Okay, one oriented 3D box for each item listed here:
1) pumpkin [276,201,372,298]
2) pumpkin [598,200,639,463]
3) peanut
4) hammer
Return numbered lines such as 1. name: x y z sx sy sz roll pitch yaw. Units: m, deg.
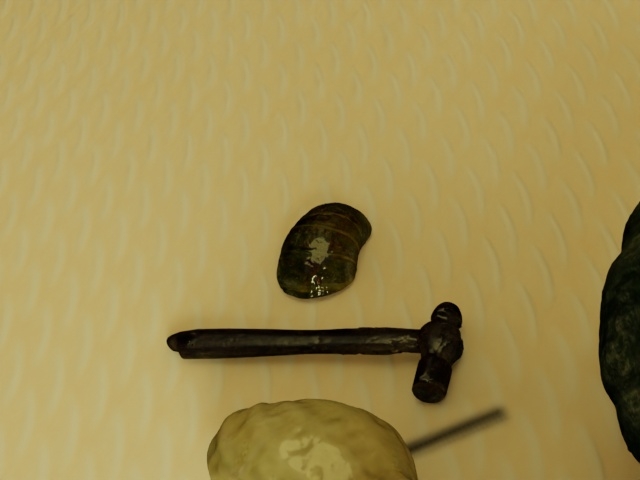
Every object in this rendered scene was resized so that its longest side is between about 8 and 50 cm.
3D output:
1. pumpkin: 0.001 -0.001 0.735 0.050 0.028 0.083 2 39 20
2. pumpkin: 0.230 0.046 0.527 0.211 0.152 0.212 -3 77 13
3. peanut: 0.024 0.129 0.545 0.082 0.082 0.187 -37 47 -25
4. hammer: -0.008 0.060 0.673 0.178 0.021 0.065 -1 44 15
